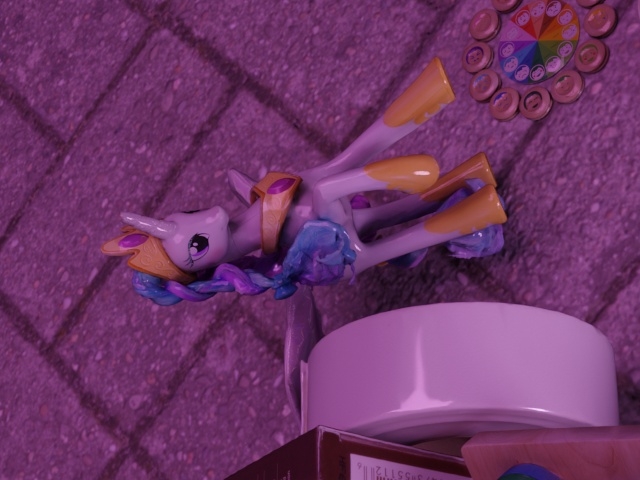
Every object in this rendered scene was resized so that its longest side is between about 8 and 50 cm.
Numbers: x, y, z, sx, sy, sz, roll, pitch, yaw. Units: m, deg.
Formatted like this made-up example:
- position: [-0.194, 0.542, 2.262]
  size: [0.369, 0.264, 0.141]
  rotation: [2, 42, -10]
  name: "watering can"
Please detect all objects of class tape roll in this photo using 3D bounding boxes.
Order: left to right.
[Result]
- position: [0.125, 0.154, 1.697]
  size: [0.286, 0.286, 0.100]
  rotation: [-18, 61, 33]
  name: "tape roll"

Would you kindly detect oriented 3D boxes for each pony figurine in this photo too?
- position: [0.000, 0.000, 1.874]
  size: [0.363, 0.351, 0.303]
  rotation: [-23, 59, 8]
  name: "pony figurine"

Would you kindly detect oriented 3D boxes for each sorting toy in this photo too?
- position: [0.235, 0.281, 1.504]
  size: [0.089, 0.257, 0.255]
  rotation: [-35, 16, -37]
  name: "sorting toy"

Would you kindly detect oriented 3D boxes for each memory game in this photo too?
- position: [0.226, -0.210, 1.969]
  size: [0.186, 0.012, 0.186]
  rotation: [-17, 60, 33]
  name: "memory game"

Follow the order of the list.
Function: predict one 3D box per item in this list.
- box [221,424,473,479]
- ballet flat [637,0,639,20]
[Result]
- position: [-0.016, 0.297, 1.725]
  size: [0.381, 0.191, 0.143]
  rotation: [-36, 46, 51]
  name: "box"
- position: [0.356, -0.304, 1.841]
  size: [0.139, 0.139, 0.400]
  rotation: [-16, 62, 33]
  name: "ballet flat"
